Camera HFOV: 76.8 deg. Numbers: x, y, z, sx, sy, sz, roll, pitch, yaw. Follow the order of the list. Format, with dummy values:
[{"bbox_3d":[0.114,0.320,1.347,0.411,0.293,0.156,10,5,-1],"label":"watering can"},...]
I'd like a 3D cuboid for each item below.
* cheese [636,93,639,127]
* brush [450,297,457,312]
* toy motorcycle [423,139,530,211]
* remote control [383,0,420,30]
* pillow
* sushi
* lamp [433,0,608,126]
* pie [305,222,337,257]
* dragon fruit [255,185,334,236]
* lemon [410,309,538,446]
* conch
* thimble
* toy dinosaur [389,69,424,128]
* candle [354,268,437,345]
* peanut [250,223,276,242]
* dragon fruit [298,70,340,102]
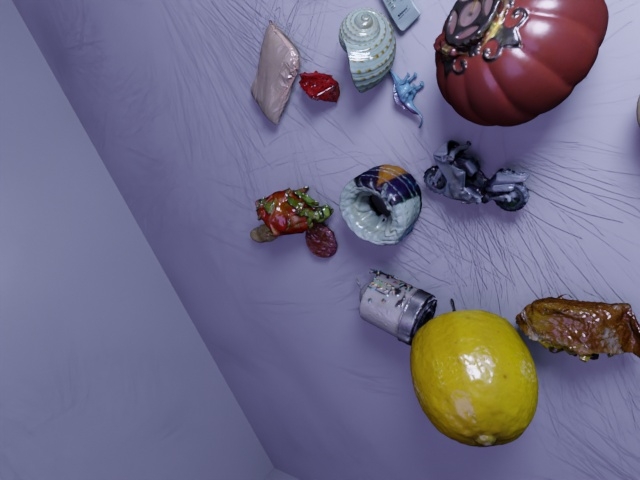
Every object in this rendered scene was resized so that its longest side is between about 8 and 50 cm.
[{"bbox_3d":[0.676,-0.230,0.671,0.235,0.117,0.217,33,134,25],"label":"cheese"},{"bbox_3d":[0.430,0.221,1.295,0.024,0.008,0.083,1,117,47],"label":"brush"},{"bbox_3d":[0.381,-0.165,1.008,0.271,0.106,0.158,20,135,38],"label":"toy motorcycle"},{"bbox_3d":[0.179,-0.591,0.967,0.061,0.029,0.162,-28,91,47],"label":"remote control"},{"bbox_3d":[-0.151,-0.528,1.293,0.173,0.067,0.270,49,139,14],"label":"pillow"},{"bbox_3d":[0.637,0.227,0.999,0.297,0.167,0.178,-1,96,35],"label":"sushi"},{"bbox_3d":[0.361,-0.368,0.762,0.303,0.257,0.302,-25,60,53],"label":"lamp"},{"bbox_3d":[0.000,0.000,1.534,0.155,0.036,0.154,23,129,31],"label":"pie"},{"bbox_3d":[-0.101,-0.111,1.434,0.200,0.198,0.269,24,157,-34],"label":"dragon fruit"},{"bbox_3d":[0.423,0.399,1.118,0.365,0.364,0.363,24,131,31],"label":"lemon"},{"bbox_3d":[0.127,-0.478,1.013,0.131,0.200,0.172,-20,74,19],"label":"conch"},{"bbox_3d":[0.183,-0.099,1.205,0.238,0.150,0.237,24,132,30],"label":"thimble"},{"bbox_3d":[0.225,-0.387,1.051,0.080,0.045,0.197,-31,85,56],"label":"toy dinosaur"},{"bbox_3d":[0.221,0.207,1.357,0.331,0.187,0.187,24,131,33],"label":"candle"},{"bbox_3d":[-0.241,-0.031,1.712,0.175,0.080,0.080,-7,111,48],"label":"peanut"},{"bbox_3d":[-0.003,-0.471,1.196,0.131,0.097,0.063,57,140,28],"label":"dragon fruit"}]
